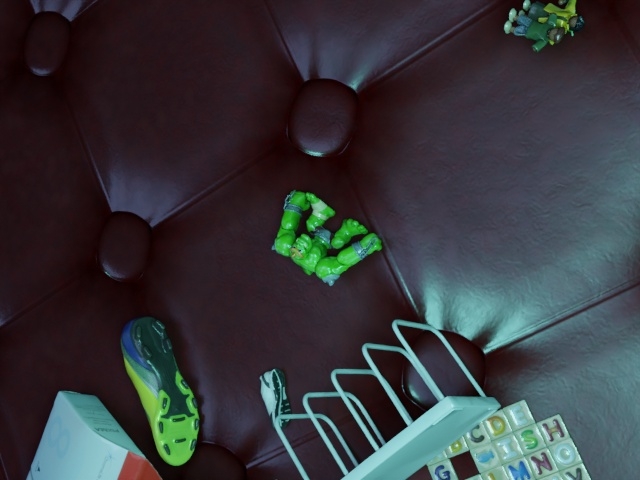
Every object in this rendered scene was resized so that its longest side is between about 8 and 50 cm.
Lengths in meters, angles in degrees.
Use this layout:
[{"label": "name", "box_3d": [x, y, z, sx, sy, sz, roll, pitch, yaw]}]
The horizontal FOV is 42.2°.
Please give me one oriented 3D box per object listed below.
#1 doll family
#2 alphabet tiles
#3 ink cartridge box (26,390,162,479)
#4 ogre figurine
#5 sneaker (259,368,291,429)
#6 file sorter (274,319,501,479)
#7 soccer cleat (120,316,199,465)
[{"label": "doll family", "box_3d": [0.373, -0.373, 1.278, 0.111, 0.076, 0.193, 25, 95, 30]}, {"label": "alphabet tiles", "box_3d": [0.295, 0.372, 1.307, 0.237, 0.009, 0.198, -29, 74, 23]}, {"label": "ink cartridge box", "box_3d": [-0.438, 0.504, 1.540, 0.385, 0.091, 0.308, 29, 99, 50]}, {"label": "ogre figurine", "box_3d": [0.000, 0.000, 1.434, 0.197, 0.097, 0.118, 33, 84, 9]}, {"label": "sneaker", "box_3d": [-0.083, 0.286, 1.489, 0.044, 0.040, 0.109, -16, 76, 42]}, {"label": "file sorter", "box_3d": [0.098, 0.272, 1.308, 0.278, 0.193, 0.173, -42, 62, 18]}, {"label": "soccer cleat", "box_3d": [-0.308, 0.286, 1.585, 0.121, 0.093, 0.289, -29, 77, 54]}]
